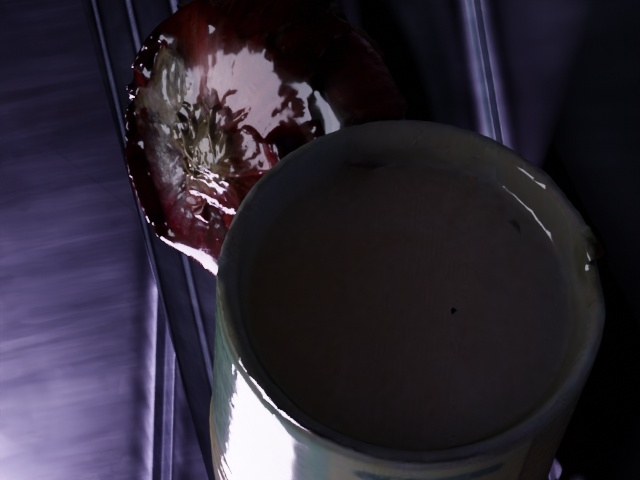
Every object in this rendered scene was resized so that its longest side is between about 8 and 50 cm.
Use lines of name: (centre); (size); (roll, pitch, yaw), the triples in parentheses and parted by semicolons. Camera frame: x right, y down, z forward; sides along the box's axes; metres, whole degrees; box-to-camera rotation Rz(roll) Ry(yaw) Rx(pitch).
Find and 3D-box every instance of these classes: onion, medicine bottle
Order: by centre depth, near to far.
medicine bottle: (0.042, 0.121, 1.286); (0.406, 0.235, 0.236); (97, 155, -60)
onion: (-0.016, -0.081, 1.521); (0.272, 0.195, 0.272); (16, 117, 35)

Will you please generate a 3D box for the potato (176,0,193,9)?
potato: (-0.090, -0.154, 1.934); (0.164, 0.081, 0.200); (83, 171, -67)
